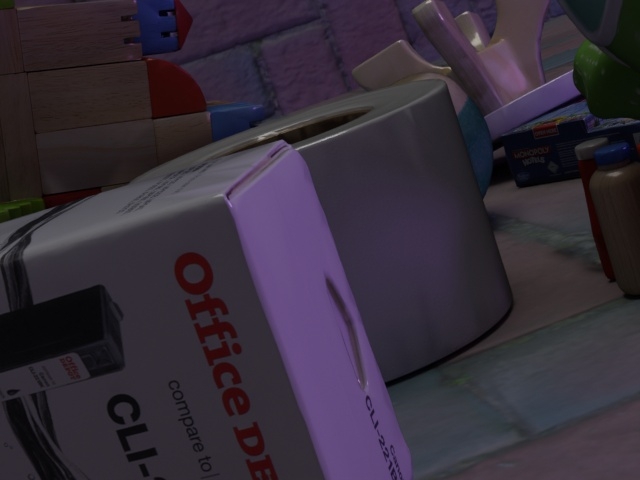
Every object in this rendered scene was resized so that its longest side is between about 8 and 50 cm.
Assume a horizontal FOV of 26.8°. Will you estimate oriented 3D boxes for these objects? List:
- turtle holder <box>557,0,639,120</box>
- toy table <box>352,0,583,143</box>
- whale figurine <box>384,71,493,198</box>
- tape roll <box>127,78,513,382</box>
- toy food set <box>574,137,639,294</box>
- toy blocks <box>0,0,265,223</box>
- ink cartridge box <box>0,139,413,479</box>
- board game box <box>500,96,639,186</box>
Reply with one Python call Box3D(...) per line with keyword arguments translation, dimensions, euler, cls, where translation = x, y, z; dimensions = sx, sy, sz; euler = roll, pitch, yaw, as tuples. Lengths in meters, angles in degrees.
Box3D(translation=(0.265, -0.217, 0.911), dimensions=(0.243, 0.227, 0.320), euler=(-50, -27, -2), cls="turtle holder")
Box3D(translation=(0.181, -0.187, 1.485), dimensions=(0.274, 0.161, 0.252), euler=(-29, -4, 7), cls="toy table")
Box3D(translation=(0.047, -0.032, 1.257), dimensions=(0.272, 0.141, 0.216), euler=(-43, 10, 3), cls="whale figurine")
Box3D(translation=(0.000, 0.000, 0.977), dimensions=(0.246, 0.169, 0.246), euler=(-18, 11, 4), cls="tape roll")
Box3D(translation=(0.243, -0.039, 0.928), dimensions=(0.111, 0.105, 0.232), euler=(-12, 13, 34), cls="toy food set")
Box3D(translation=(-0.162, -0.053, 1.103), dimensions=(0.260, 0.382, 0.190), euler=(-11, 12, -25), cls="toy blocks")
Box3D(translation=(-0.116, 0.087, 0.653), dimensions=(0.272, 0.197, 0.114), euler=(-16, 12, 16), cls="ink cartridge box")
Box3D(translation=(0.317, -0.124, 1.359), dimensions=(0.194, 0.060, 0.194), euler=(-9, 15, 43), cls="board game box")
